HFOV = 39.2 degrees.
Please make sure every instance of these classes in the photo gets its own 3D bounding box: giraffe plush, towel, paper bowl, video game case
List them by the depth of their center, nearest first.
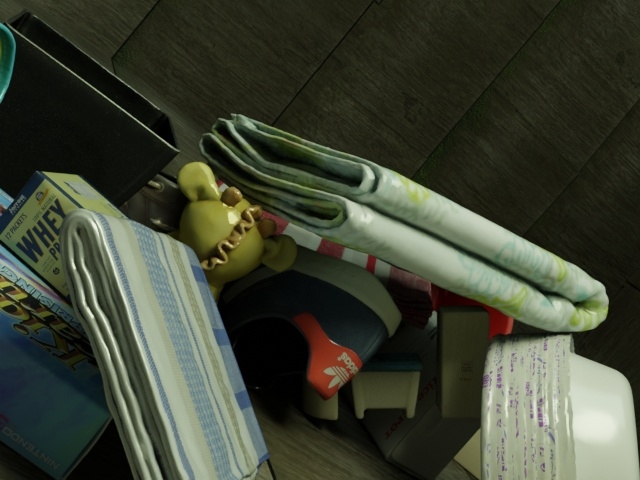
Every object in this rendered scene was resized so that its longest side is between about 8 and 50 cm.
[{"bbox_3d":[-0.098,0.090,0.627,0.285,0.034,0.209,47,23,-84],"label":"towel"},{"bbox_3d":[-0.249,0.023,0.641,0.269,0.061,0.244,39,8,-9],"label":"video game case"},{"bbox_3d":[-0.127,0.016,0.875,0.181,0.170,0.210,34,8,-41],"label":"giraffe plush"},{"bbox_3d":[0.258,0.238,0.950,0.148,0.284,0.284,-4,-8,18],"label":"paper bowl"},{"bbox_3d":[0.081,-0.013,0.969,0.374,0.090,0.320,23,4,-36],"label":"towel"},{"bbox_3d":[0.000,0.000,1.197,0.329,0.037,0.237,25,14,-1],"label":"towel"}]

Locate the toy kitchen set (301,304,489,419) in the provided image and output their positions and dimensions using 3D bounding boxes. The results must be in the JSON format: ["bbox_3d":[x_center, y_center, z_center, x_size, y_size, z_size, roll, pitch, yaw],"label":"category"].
[{"bbox_3d":[0.080,0.125,1.060,0.207,0.122,0.166,0,9,-2],"label":"toy kitchen set"}]

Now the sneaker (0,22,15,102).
[{"bbox_3d":[-0.350,-0.152,0.651,0.208,0.127,0.319,1,26,-45],"label":"sneaker"}]

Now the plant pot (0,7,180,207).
[{"bbox_3d":[-0.269,-0.100,0.889,0.187,0.167,0.188,37,8,-21],"label":"plant pot"}]

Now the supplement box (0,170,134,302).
[{"bbox_3d":[-0.182,-0.004,0.670,0.083,0.056,0.083,40,6,4],"label":"supplement box"}]

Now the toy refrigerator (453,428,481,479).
[{"bbox_3d":[0.225,0.270,1.361,0.269,0.102,0.094,38,16,-3],"label":"toy refrigerator"}]

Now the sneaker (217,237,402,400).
[{"bbox_3d":[-0.083,0.077,0.996,0.350,0.148,0.131,12,-31,46],"label":"sneaker"}]

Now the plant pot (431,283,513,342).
[{"bbox_3d":[0.154,0.108,1.530,0.275,0.275,0.243,38,-3,-15],"label":"plant pot"}]

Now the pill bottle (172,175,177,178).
[{"bbox_3d":[-0.191,-0.030,1.207,0.152,0.086,0.086,38,7,-10],"label":"pill bottle"}]

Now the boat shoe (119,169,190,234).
[{"bbox_3d":[-0.284,-0.116,1.073,0.355,0.130,0.132,41,6,11],"label":"boat shoe"}]

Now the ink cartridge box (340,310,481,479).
[{"bbox_3d":[0.122,0.184,1.179,0.092,0.160,0.219,36,9,-30],"label":"ink cartridge box"}]
